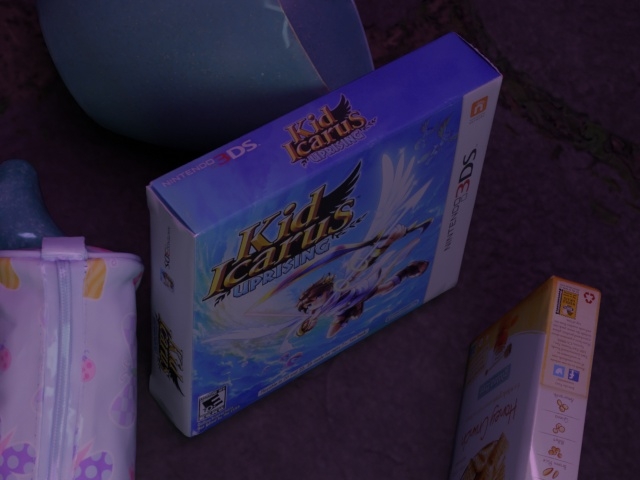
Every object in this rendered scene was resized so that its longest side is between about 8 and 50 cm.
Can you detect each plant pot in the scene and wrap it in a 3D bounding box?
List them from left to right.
[{"bbox_3d":[-0.101,-0.184,1.220,0.195,0.290,0.290,-21,73,14],"label":"plant pot"}]

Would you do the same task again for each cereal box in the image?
[{"bbox_3d":[0.142,0.165,1.188,0.047,0.173,0.240,18,64,-11],"label":"cereal box"}]

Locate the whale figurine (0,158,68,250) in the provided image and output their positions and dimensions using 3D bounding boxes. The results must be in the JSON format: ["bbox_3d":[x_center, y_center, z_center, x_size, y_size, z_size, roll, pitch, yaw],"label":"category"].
[{"bbox_3d":[-0.300,0.018,1.123,0.272,0.141,0.216,-23,77,-27],"label":"whale figurine"}]

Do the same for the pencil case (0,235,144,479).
[{"bbox_3d":[-0.182,0.136,1.087,0.113,0.124,0.273,1,84,7],"label":"pencil case"}]

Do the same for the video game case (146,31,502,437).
[{"bbox_3d":[0.000,0.000,1.167,0.269,0.244,0.061,-29,58,-25],"label":"video game case"}]
